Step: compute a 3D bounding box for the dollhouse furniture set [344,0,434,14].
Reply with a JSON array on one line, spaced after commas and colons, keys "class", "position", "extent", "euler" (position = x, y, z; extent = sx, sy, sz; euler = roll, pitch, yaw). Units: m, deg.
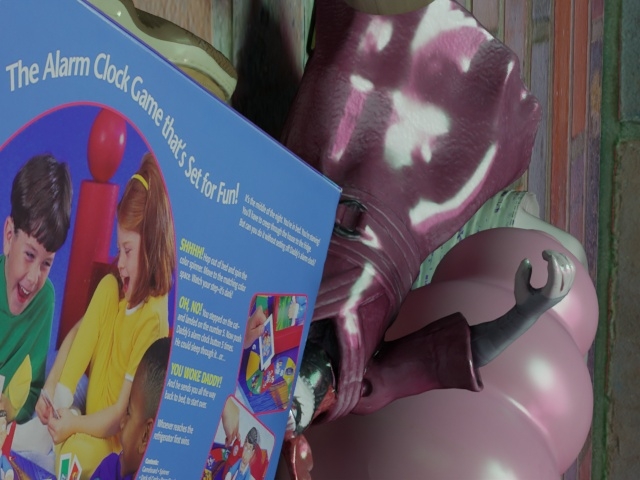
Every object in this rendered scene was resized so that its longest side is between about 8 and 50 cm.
[{"class": "dollhouse furniture set", "position": [0.183, -0.329, 1.047], "extent": [0.256, 0.394, 0.362], "euler": [63, 21, -61]}]

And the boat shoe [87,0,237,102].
[{"class": "boat shoe", "position": [-0.104, -0.078, 0.799], "extent": [0.190, 0.068, 0.072], "euler": [20, 86, -63]}]

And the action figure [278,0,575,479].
[{"class": "action figure", "position": [0.000, 0.000, 1.049], "extent": [0.276, 0.248, 0.370], "euler": [-38, -158, 56]}]

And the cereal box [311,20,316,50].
[{"class": "cereal box", "position": [0.054, -0.171, 1.321], "extent": [0.240, 0.047, 0.173], "euler": [55, 41, -64]}]

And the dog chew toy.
[{"class": "dog chew toy", "position": [0.101, 0.124, 1.190], "extent": [0.331, 0.207, 0.206], "euler": [-60, 151, -33]}]

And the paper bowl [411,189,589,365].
[{"class": "paper bowl", "position": [0.187, 0.091, 1.645], "extent": [0.284, 0.148, 0.284], "euler": [2, 90, -75]}]

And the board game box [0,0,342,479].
[{"class": "board game box", "position": [-0.102, 0.047, 0.632], "extent": [0.347, 0.078, 0.233], "euler": [33, 69, -69]}]
